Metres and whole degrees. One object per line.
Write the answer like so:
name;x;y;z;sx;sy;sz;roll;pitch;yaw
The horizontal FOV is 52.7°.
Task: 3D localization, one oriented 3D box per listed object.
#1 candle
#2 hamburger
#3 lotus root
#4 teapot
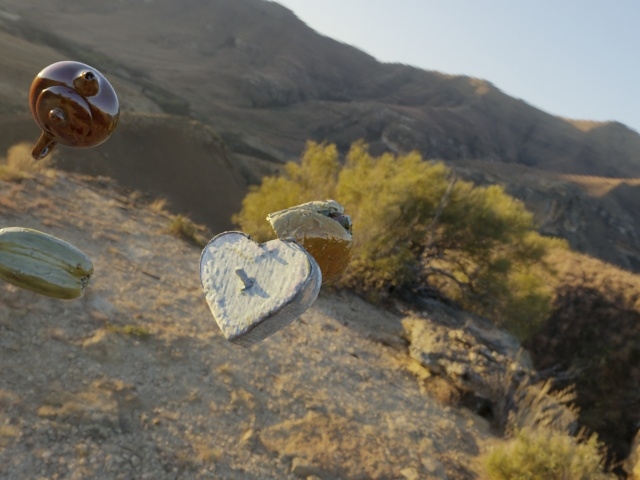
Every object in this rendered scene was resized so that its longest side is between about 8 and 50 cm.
candle;-0.099;0.075;0.965;0.192;0.168;0.068;11;-14;27
hamburger;0.002;-0.003;1.842;0.330;0.209;0.162;54;9;-50
lotus root;-0.439;0.030;0.981;0.183;0.090;0.077;22;-9;-26
teapot;-0.515;-0.250;1.299;0.178;0.252;0.135;42;23;-10
